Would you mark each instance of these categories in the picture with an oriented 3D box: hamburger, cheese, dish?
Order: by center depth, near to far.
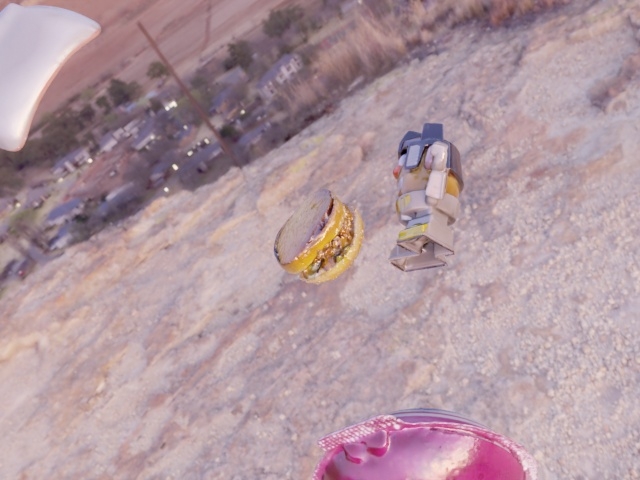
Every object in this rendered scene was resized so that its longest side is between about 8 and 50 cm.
[{"bbox_3d":[0.091,0.184,0.459,0.155,0.244,0.062,-29,35,27],"label":"cheese"},{"bbox_3d":[-0.321,-0.174,0.666,0.212,0.077,0.151,14,72,55],"label":"dish"},{"bbox_3d":[-0.005,0.001,1.252,0.191,0.118,0.182,-35,28,31],"label":"hamburger"}]

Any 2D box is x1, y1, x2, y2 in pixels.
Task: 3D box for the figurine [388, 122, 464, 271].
[{"bbox_3d":[0.213,-0.091,1.308,0.308,0.143,0.309,-161,90,-75],"label":"figurine"}]
